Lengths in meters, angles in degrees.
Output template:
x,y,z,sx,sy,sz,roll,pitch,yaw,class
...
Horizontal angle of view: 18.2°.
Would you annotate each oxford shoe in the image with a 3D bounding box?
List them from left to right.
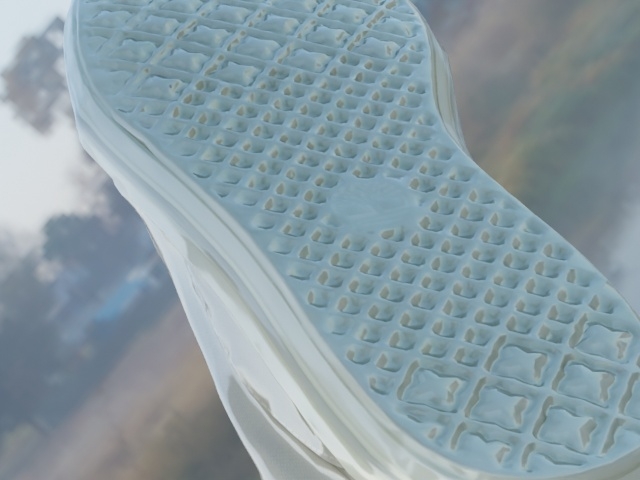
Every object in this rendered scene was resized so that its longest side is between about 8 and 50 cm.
x,y,z,sx,sy,sz,roll,pitch,yaw,class
0.000,0.000,0.824,0.169,0.449,0.130,-13,-51,-17,oxford shoe
